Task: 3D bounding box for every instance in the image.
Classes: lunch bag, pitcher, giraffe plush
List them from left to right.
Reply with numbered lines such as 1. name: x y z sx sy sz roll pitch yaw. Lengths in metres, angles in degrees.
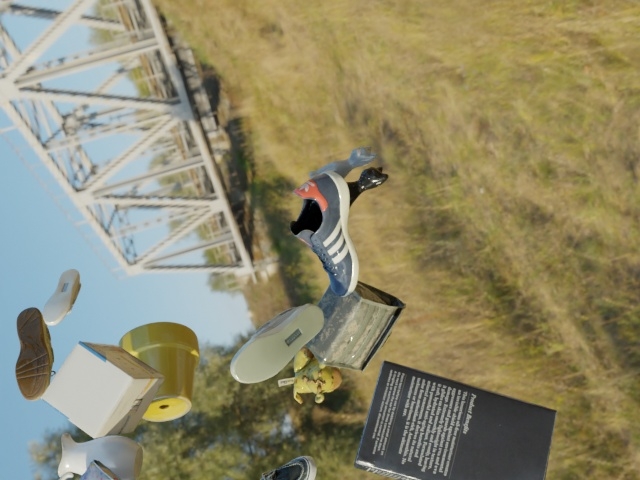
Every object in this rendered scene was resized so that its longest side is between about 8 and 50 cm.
1. lunch bag: -0.446 0.488 1.506 0.083 0.071 0.053 25 165 33
2. pitcher: -0.577 0.594 1.951 0.125 0.207 0.178 89 -176 -61
3. giraffe plush: -0.006 0.415 2.326 0.170 0.210 0.181 -10 105 64
4. lunch bag: 0.115 0.255 2.224 0.287 0.235 0.169 20 -164 -46

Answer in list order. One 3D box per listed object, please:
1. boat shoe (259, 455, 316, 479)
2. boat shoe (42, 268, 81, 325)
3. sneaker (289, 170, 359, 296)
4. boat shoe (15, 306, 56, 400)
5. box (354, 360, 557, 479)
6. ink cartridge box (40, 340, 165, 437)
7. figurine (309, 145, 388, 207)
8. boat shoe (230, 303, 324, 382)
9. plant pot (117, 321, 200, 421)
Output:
1. boat shoe: -0.145 0.757 2.305 0.105 0.306 0.113 28 -147 -44
2. boat shoe: -0.654 0.155 1.920 0.184 0.066 0.063 -94 -3 -49
3. sneaker: 0.000 0.000 1.947 0.131 0.148 0.350 23 129 53
4. boat shoe: -0.817 0.333 2.182 0.089 0.104 0.285 73 -176 -60
5. box: 0.222 0.351 1.321 0.296 0.293 0.183 85 -158 -72
6. ink cartridge box: -0.529 0.366 1.865 0.171 0.168 0.233 31 175 12
7. figurine: 0.086 -0.183 2.200 0.092 0.209 0.215 52 -167 -35
8. boat shoe: -0.091 0.198 1.447 0.081 0.227 0.079 -11 110 53
9. plant pot: -0.496 0.420 2.343 0.254 0.253 0.239 79 177 -53
